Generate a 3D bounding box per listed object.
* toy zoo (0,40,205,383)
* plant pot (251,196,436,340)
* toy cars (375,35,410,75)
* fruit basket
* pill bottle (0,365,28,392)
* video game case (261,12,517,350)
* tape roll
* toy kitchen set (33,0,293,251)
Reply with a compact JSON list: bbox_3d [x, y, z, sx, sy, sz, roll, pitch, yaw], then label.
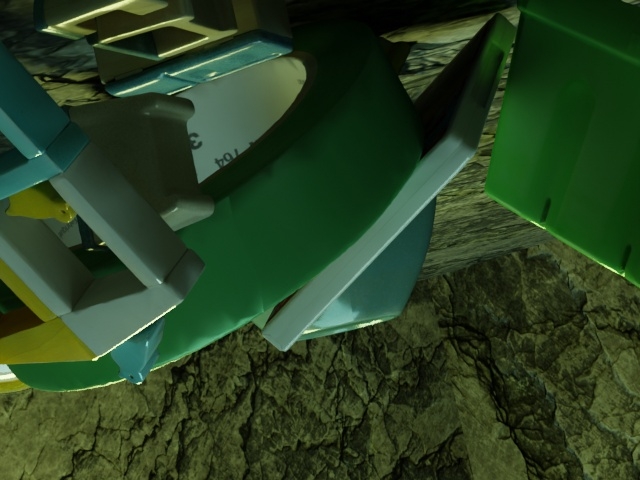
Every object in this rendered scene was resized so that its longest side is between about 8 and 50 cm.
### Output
[{"bbox_3d":[-0.188,-0.027,0.799,0.192,0.293,0.030,-18,-149,44],"label":"toy zoo"},{"bbox_3d":[0.000,0.000,1.629,0.290,0.195,0.290,-13,173,-2],"label":"plant pot"},{"bbox_3d":[-0.030,-0.058,1.298,0.087,0.176,0.393,31,161,-2],"label":"toy cars"},{"bbox_3d":[0.339,-0.114,1.022,0.283,0.392,0.392,17,155,-41],"label":"fruit basket"},{"bbox_3d":[-0.313,0.049,1.481,0.188,0.188,0.334,-11,174,-13],"label":"pill bottle"},{"bbox_3d":[0.057,-0.052,1.122,0.204,0.025,0.285,-47,-173,26],"label":"video game case"},{"bbox_3d":[-0.088,-0.030,1.013,0.321,0.077,0.321,-26,-158,11],"label":"tape roll"},{"bbox_3d":[-0.102,-0.073,0.921,0.122,0.166,0.207,-15,173,23],"label":"toy kitchen set"}]
